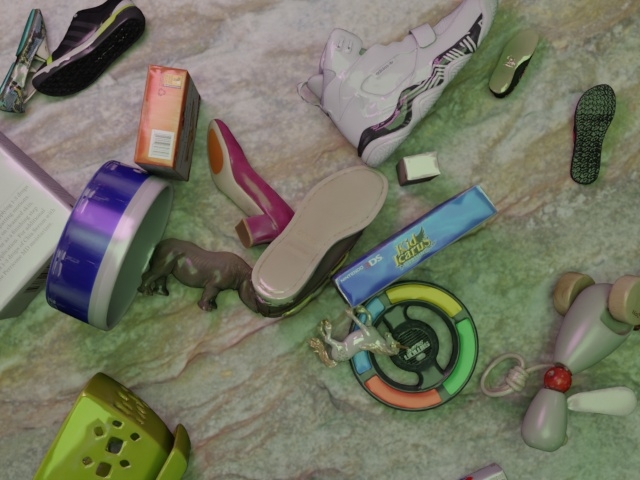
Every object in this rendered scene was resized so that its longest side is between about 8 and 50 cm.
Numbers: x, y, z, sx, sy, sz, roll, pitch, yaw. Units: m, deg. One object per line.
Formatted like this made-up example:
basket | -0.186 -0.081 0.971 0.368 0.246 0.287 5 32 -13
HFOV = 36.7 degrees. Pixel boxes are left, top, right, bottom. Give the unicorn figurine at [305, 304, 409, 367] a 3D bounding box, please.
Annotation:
unicorn figurine | 0.065 0.165 1.642 0.162 0.060 0.111 -31 84 21

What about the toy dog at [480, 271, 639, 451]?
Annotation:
toy dog | 0.453 0.205 1.632 0.161 0.220 0.333 35 96 -31

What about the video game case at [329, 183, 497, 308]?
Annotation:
video game case | 0.143 0.012 1.585 0.269 0.244 0.061 -33 88 -2

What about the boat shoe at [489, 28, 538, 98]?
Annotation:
boat shoe | 0.341 -0.313 1.702 0.049 0.042 0.133 30 88 20

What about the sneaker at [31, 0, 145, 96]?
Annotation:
sneaker | -0.409 -0.345 1.681 0.235 0.084 0.097 -37 65 -3

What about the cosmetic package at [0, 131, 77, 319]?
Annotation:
cosmetic package | -0.621 -0.098 1.613 0.453 0.161 0.230 43 89 0

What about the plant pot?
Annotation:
plant pot | -0.340 0.372 1.579 0.207 0.227 0.228 30 88 -6

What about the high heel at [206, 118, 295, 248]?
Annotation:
high heel | -0.114 -0.106 1.682 0.117 0.082 0.244 -14 72 -33

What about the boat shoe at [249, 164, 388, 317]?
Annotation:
boat shoe | 0.000 0.000 1.634 0.117 0.096 0.324 33 61 15

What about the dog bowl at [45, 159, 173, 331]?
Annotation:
dog bowl | -0.339 0.007 1.565 0.104 0.265 0.264 23 88 1

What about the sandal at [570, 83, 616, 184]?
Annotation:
sandal | 0.475 -0.189 1.706 0.067 0.040 0.179 10 102 4

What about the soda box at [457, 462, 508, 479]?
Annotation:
soda box | 0.228 0.466 1.661 0.216 0.069 0.074 -25 89 -2

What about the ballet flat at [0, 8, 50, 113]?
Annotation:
ballet flat | -0.507 -0.308 1.679 0.070 0.070 0.188 23 90 0

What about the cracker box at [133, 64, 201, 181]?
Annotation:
cracker box | -0.248 -0.187 1.588 0.067 0.232 0.155 8 88 -2

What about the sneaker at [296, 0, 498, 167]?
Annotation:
sneaker | 0.131 -0.322 1.647 0.210 0.137 0.366 38 91 -3

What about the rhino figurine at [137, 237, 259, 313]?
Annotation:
rhino figurine | -0.183 0.067 1.661 0.243 0.073 0.106 15 93 -11

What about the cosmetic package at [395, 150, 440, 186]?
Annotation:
cosmetic package | 0.167 -0.122 1.654 0.060 0.115 0.041 -11 89 -1

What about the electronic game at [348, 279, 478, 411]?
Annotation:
electronic game | 0.161 0.183 1.678 0.229 0.048 0.229 0 88 -2
